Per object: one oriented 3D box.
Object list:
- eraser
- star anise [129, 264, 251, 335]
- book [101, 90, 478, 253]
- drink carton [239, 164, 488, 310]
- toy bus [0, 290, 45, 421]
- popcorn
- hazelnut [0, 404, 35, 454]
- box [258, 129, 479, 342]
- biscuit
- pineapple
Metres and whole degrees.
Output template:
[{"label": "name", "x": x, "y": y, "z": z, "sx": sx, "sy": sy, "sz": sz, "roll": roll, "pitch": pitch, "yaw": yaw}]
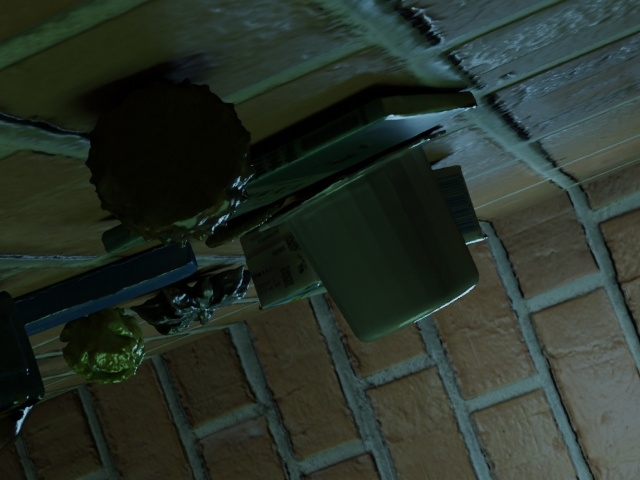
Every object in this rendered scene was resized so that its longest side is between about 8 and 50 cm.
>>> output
[{"label": "eraser", "x": -0.323, "y": 0.075, "z": 1.867, "sx": 0.311, "sy": 0.043, "sz": 0.144, "roll": -20, "pitch": 174, "yaw": -5}, {"label": "star anise", "x": -0.209, "y": 0.103, "z": 2.363, "sx": 0.230, "sy": 0.081, "sz": 0.262, "roll": -35, "pitch": 167, "yaw": 23}, {"label": "book", "x": -0.031, "y": -0.081, "z": 1.493, "sx": 0.379, "sy": 0.031, "sz": 0.264, "roll": -24, "pitch": 177, "yaw": 29}, {"label": "drink carton", "x": 0.066, "y": -0.008, "z": 2.041, "sx": 0.324, "sy": 0.132, "sz": 0.194, "roll": -15, "pitch": 173, "yaw": -32}, {"label": "toy bus", "x": -0.500, "y": 0.170, "z": 1.562, "sx": 0.194, "sy": 0.162, "sz": 0.323, "roll": -28, "pitch": 169, "yaw": 35}, {"label": "popcorn", "x": -0.364, "y": 0.178, "z": 2.248, "sx": 0.141, "sy": 0.135, "sz": 0.162, "roll": -26, "pitch": 175, "yaw": -30}, {"label": "hazelnut", "x": -0.503, "y": 0.210, "z": 1.837, "sx": 0.210, "sy": 0.186, "sz": 0.210, "roll": -32, "pitch": -153, "yaw": 18}, {"label": "box", "x": 0.071, "y": 0.013, "z": 1.749, "sx": 0.262, "sy": 0.206, "sz": 0.291, "roll": -26, "pitch": 177, "yaw": -26}, {"label": "biscuit", "x": -0.096, "y": -0.025, "z": 1.694, "sx": 0.120, "sy": 0.015, "sz": 0.120, "roll": -29, "pitch": -167, "yaw": 7}, {"label": "pineapple", "x": -0.113, "y": -0.053, "z": 1.064, "sx": 0.128, "sy": 0.128, "sz": 0.248, "roll": -21, "pitch": 178, "yaw": -4}]
